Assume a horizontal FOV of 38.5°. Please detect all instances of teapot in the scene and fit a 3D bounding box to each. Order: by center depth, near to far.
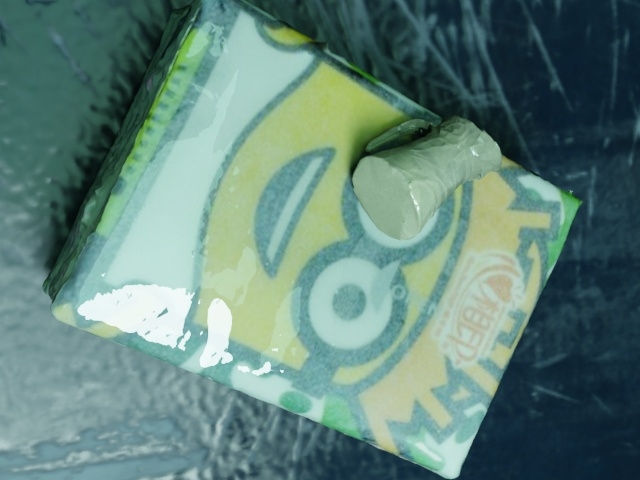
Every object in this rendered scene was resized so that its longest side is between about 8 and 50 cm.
[{"bbox_3d":[0.065,-0.046,0.564,0.083,0.057,0.067,-31,68,-25],"label":"teapot"}]

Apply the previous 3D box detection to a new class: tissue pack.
[{"bbox_3d":[0.000,0.000,0.633,0.311,0.128,0.228,27,85,-21],"label":"tissue pack"}]
